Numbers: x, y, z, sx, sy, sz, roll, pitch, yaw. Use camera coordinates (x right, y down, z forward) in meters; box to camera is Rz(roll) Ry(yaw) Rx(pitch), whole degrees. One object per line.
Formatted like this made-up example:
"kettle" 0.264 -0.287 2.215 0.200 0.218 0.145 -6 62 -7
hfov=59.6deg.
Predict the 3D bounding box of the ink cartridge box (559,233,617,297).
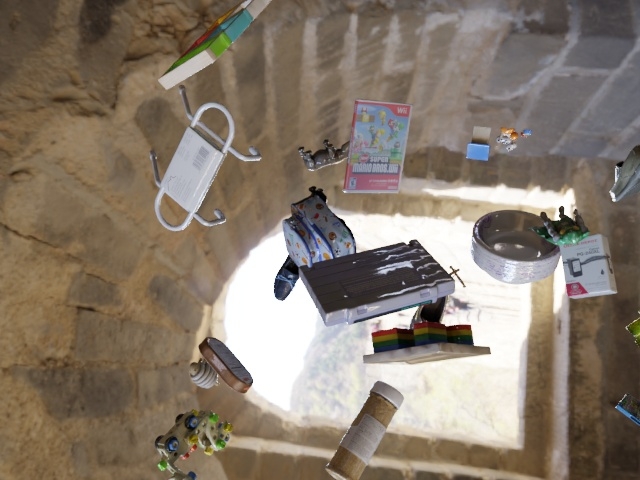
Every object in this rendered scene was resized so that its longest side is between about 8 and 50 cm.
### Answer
"ink cartridge box" 0.688 0.067 1.442 0.063 0.109 0.151 14 -112 -46

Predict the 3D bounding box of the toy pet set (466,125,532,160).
"toy pet set" 0.352 -0.189 1.106 0.122 0.114 0.065 -22 -60 -70

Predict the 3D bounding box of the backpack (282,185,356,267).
"backpack" 0.000 0.000 1.934 0.213 0.263 0.277 -38 -33 -20

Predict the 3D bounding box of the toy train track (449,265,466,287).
"toy train track" 0.433 0.117 1.772 0.083 0.048 0.014 57 147 17

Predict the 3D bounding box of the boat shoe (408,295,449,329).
"boat shoe" 0.422 0.302 2.183 0.096 0.116 0.325 -34 -36 -75

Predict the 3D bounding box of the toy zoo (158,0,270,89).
"toy zoo" -0.218 -0.455 1.225 0.030 0.192 0.293 49 -127 -28

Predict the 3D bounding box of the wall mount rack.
"wall mount rack" -0.318 -0.210 1.380 0.350 0.304 0.130 -56 -14 24

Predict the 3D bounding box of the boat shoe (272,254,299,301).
"boat shoe" -0.132 0.131 2.328 0.089 0.108 0.259 -159 86 -75

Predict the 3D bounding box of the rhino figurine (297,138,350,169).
"rhino figurine" 0.039 -0.348 2.238 0.073 0.243 0.106 -97 -9 -45

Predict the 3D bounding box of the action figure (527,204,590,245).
"action figure" 0.587 -0.033 1.346 0.232 0.137 0.064 -58 -55 -72

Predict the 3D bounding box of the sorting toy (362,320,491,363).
"sorting toy" 0.290 0.284 1.542 0.255 0.257 0.090 14 -115 -43

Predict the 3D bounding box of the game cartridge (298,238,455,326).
"game cartridge" 0.144 0.107 1.459 0.230 0.354 0.068 -120 23 -50

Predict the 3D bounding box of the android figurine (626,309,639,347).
"android figurine" 0.927 0.180 1.429 0.273 0.056 0.248 -43 3 20

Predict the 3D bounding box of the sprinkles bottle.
"sprinkles bottle" 0.157 0.665 1.933 0.356 0.121 0.121 -55 -17 -23

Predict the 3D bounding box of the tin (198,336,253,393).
"tin" -0.256 0.336 1.520 0.040 0.189 0.106 -50 -21 9

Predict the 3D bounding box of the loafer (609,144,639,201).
"loafer" 0.944 -0.205 1.690 0.251 0.094 0.088 82 166 -64

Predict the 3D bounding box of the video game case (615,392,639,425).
"video game case" 0.966 0.528 1.648 0.119 0.166 0.015 -9 -49 -48

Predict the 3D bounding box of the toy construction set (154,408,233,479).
"toy construction set" -0.434 0.708 1.895 0.215 0.151 0.328 65 -155 -19

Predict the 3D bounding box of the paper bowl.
"paper bowl" 0.634 0.034 1.832 0.284 0.283 0.148 -79 -10 -51

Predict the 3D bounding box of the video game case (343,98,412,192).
"video game case" 0.180 -0.290 1.747 0.025 0.203 0.286 34 122 56

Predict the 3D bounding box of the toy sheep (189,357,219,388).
"toy sheep" -0.383 0.447 1.862 0.132 0.091 0.091 42 -144 -26
